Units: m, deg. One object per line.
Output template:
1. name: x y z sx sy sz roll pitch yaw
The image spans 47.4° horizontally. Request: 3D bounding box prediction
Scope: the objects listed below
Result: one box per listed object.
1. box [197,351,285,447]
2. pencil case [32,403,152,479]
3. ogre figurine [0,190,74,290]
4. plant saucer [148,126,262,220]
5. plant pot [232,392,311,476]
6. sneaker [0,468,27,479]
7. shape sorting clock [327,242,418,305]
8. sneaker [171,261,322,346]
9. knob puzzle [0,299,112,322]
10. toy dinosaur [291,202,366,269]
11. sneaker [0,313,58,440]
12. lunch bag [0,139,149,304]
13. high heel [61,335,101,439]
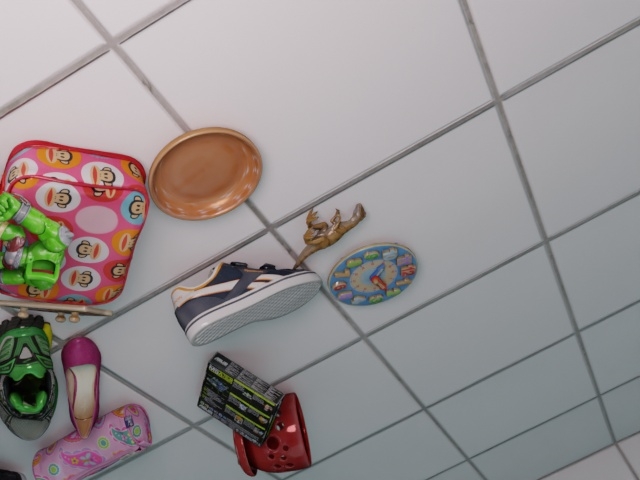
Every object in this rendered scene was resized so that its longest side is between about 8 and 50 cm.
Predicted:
1. box: -0.191 0.374 1.703 0.045 0.190 0.184 -46 162 -49
2. pencil case: -0.532 0.490 1.713 0.284 0.124 0.124 -27 139 8
3. ogre figurine: -0.445 0.016 1.095 0.118 0.097 0.197 22 112 -18
4. plant saucer: -0.200 -0.118 1.255 0.200 0.037 0.200 -16 141 -14
5. plant pot: -0.124 0.497 1.850 0.174 0.191 0.191 -13 139 3
6. sneaker: -0.850 0.608 1.722 0.268 0.101 0.153 -27 139 -2
7. shape sorting clock: 0.117 0.080 1.610 0.206 0.040 0.206 -12 138 -11
8. sneaker: -0.146 0.098 1.466 0.321 0.127 0.126 -16 147 -37
9. knob puzzle: -0.479 0.137 1.348 0.213 0.030 0.213 4 171 1
10. toy dinosaur: 0.000 0.000 1.457 0.211 0.064 0.112 -35 139 16
11. sneaker: -0.601 0.309 1.468 0.134 0.146 0.344 -4 137 -19
12. lunch bag: -0.436 -0.020 1.204 0.258 0.120 0.293 7 132 -28
13. high heel: -0.502 0.310 1.532 0.082 0.117 0.244 0 135 -23
